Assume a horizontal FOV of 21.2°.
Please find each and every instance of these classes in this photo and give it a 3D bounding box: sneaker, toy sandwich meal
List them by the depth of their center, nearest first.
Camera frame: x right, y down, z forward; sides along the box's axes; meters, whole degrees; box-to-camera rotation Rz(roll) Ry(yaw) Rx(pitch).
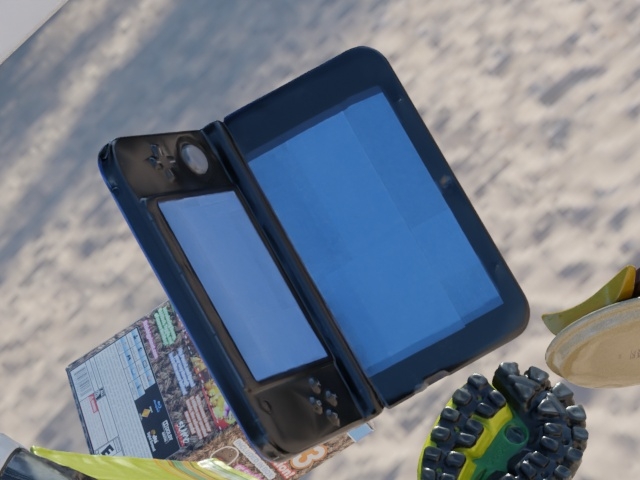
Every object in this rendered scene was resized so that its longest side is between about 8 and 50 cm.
[{"bbox_3d":[0.131,0.032,0.704,0.085,0.085,0.029,-33,54,35],"label":"toy sandwich meal"},{"bbox_3d":[0.081,0.252,1.226,0.343,0.134,0.146,-46,-23,-32],"label":"sneaker"},{"bbox_3d":[-0.191,0.211,1.240,0.234,0.106,0.078,86,-153,-67],"label":"sneaker"}]

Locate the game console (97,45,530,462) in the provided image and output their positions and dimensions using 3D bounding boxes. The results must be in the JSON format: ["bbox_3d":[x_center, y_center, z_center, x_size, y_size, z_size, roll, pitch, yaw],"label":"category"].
[{"bbox_3d":[0.000,0.000,1.401,0.173,0.293,0.250,-34,-10,25],"label":"game console"}]

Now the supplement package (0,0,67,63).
[{"bbox_3d":[-0.240,-0.267,1.304,0.293,0.177,0.175,-44,17,-1],"label":"supplement package"}]

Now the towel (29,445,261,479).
[{"bbox_3d":[-0.171,0.233,1.721,0.102,0.237,0.021,11,90,49],"label":"towel"}]

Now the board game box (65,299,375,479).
[{"bbox_3d":[-0.122,0.184,1.991,0.291,0.141,0.232,-33,44,8],"label":"board game box"}]
